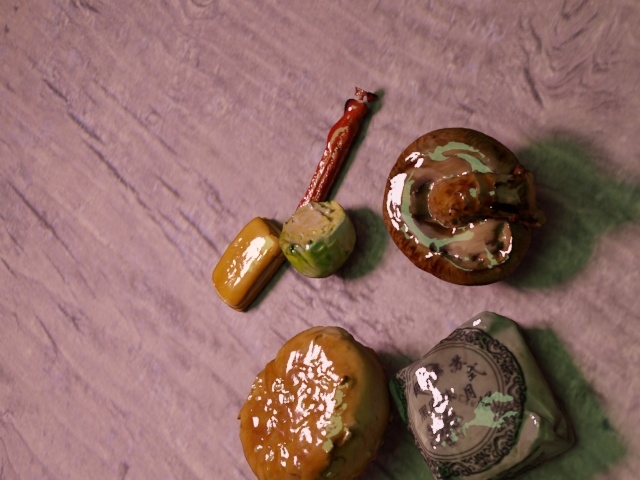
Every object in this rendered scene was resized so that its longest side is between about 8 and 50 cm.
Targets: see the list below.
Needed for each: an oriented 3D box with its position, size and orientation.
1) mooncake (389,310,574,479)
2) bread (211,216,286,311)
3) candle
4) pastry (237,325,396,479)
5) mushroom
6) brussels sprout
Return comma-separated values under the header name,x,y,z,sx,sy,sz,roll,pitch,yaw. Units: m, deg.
name,x,y,z,sx,sy,sz,roll,pitch,yaw
mooncake,0.251,0.271,1.608,0.254,0.136,0.250,-41,52,22
bread,-0.150,0.046,2.037,0.200,0.077,0.116,-51,60,16
candle,0.016,-0.150,1.971,0.051,0.048,0.329,28,96,26
pastry,0.005,0.312,1.759,0.315,0.184,0.284,-55,45,13
mushroom,0.250,-0.055,1.661,0.283,0.195,0.263,4,87,56
brussels sprout,0.001,0.005,1.897,0.149,0.122,0.151,-5,43,27
